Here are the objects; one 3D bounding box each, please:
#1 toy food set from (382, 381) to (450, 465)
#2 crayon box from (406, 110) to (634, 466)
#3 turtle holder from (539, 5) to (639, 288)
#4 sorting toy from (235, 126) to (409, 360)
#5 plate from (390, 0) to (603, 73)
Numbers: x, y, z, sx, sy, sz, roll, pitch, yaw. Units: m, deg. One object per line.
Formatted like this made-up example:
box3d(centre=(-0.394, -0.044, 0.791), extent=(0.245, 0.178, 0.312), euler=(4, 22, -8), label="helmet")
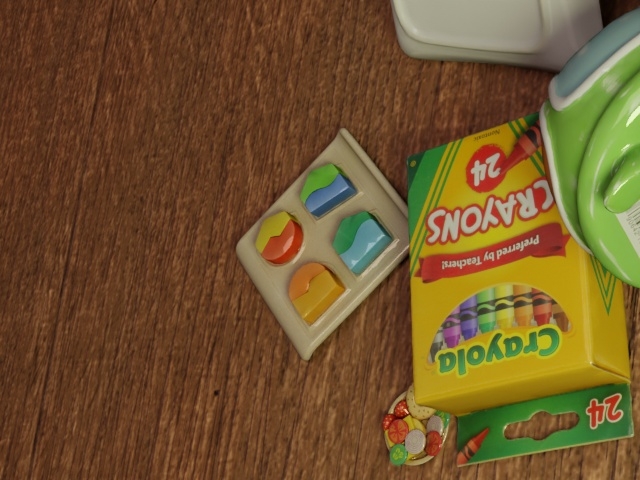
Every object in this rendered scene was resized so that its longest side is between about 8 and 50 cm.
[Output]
box3d(centre=(0.097, 0.187, 1.465), extent=(0.083, 0.020, 0.082), euler=(-38, 52, 25), label="toy food set")
box3d(centre=(0.188, 0.044, 1.398), extent=(0.202, 0.081, 0.318), euler=(-18, 62, 36), label="crayon box")
box3d(centre=(0.325, -0.120, 1.233), extent=(0.320, 0.243, 0.227), euler=(-61, 28, 17), label="turtle holder")
box3d(centre=(0.000, 0.000, 1.614), extent=(0.208, 0.038, 0.193), euler=(-49, 48, 16), label="sorting toy")
box3d(centre=(0.151, -0.296, 1.469), extent=(0.278, 0.045, 0.277), euler=(13, 127, 44), label="plate")
